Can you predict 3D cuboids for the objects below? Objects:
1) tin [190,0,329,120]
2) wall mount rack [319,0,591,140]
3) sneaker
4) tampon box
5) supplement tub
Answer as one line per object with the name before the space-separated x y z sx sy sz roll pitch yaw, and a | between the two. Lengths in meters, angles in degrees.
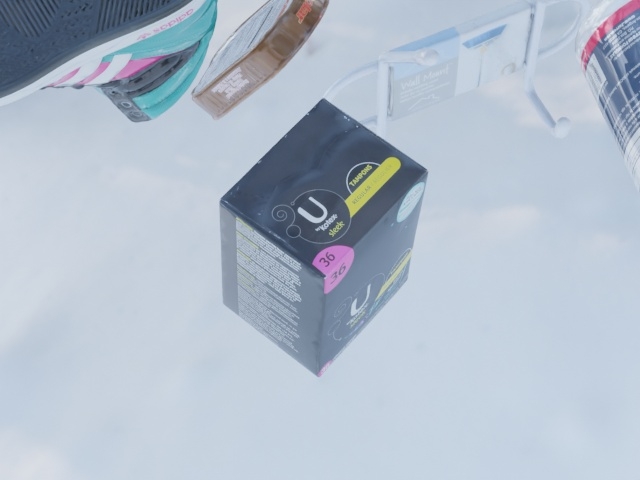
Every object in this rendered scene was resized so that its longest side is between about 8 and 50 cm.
tin | -0.059 -0.177 1.582 0.189 0.040 0.106 -31 30 53
wall mount rack | 0.177 -0.188 1.866 0.350 0.304 0.130 -23 62 -13
sneaker | -0.214 -0.157 1.420 0.295 0.178 0.124 -19 72 3
tampon box | 0.000 0.000 1.269 0.101 0.161 0.120 36 65 16
supplement tub | 0.379 -0.123 1.656 0.191 0.191 0.272 -29 65 17
